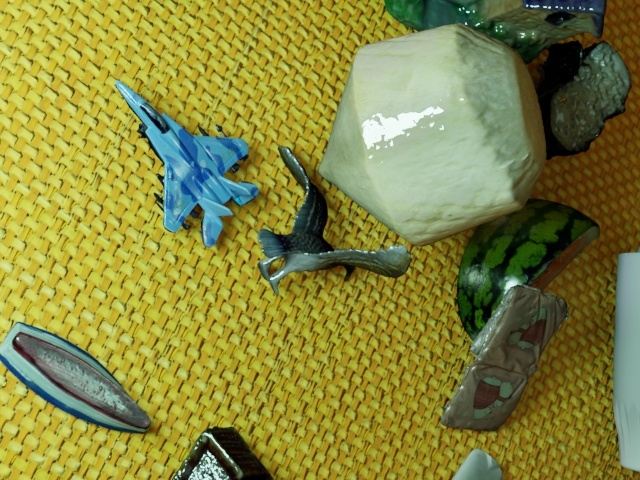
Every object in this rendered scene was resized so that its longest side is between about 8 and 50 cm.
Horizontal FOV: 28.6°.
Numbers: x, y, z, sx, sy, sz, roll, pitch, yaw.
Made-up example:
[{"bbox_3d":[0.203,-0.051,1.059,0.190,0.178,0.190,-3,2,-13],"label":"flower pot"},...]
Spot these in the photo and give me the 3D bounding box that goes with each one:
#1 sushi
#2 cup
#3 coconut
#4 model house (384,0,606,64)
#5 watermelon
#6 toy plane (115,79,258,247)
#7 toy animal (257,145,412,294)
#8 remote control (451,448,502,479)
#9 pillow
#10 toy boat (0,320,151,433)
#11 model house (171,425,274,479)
[{"bbox_3d":[0.391,-0.228,2.000,0.147,0.115,0.212,51,62,-23],"label":"sushi"},{"bbox_3d":[0.599,0.190,2.025,0.253,0.253,0.372,6,86,-31],"label":"cup"},{"bbox_3d":[0.145,-0.140,1.757,0.328,0.329,0.329,2,86,-32],"label":"coconut"},{"bbox_3d":[0.289,-0.425,1.850,0.312,0.280,0.245,17,79,-29],"label":"model house"},{"bbox_3d":[0.335,0.024,1.940,0.303,0.128,0.159,-42,109,-27],"label":"watermelon"},{"bbox_3d":[-0.190,-0.114,1.656,0.246,0.078,0.169,45,65,-14],"label":"toy plane"},{"bbox_3d":[-0.013,0.010,1.743,0.160,0.197,0.272,-26,57,-14],"label":"toy animal"},{"bbox_3d":[0.208,0.415,1.879,0.073,0.044,0.229,45,60,-13],"label":"remote control"},{"bbox_3d":[0.275,0.178,1.894,0.135,0.049,0.248,14,112,-34],"label":"pillow"},{"bbox_3d":[-0.300,0.183,1.588,0.229,0.046,0.080,39,64,-22],"label":"toy boat"},{"bbox_3d":[-0.123,0.324,1.667,0.165,0.106,0.152,21,59,-65],"label":"model house"}]
